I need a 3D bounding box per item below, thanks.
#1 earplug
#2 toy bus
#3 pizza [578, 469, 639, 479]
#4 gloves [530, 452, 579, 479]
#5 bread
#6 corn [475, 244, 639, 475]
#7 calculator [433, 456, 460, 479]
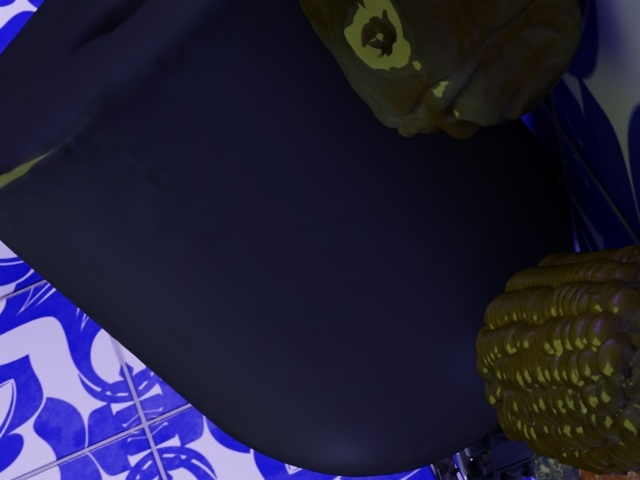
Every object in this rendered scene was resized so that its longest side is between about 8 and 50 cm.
[{"bbox_3d":[-0.015,-0.025,1.167,0.394,0.312,0.312,46,-174,-26],"label":"earplug"},{"bbox_3d":[0.155,0.127,1.603,0.342,0.097,0.138,74,174,-61],"label":"toy bus"},{"bbox_3d":[0.239,0.207,1.201,0.185,0.052,0.195,107,149,-76],"label":"pizza"},{"bbox_3d":[0.223,0.227,1.441,0.114,0.070,0.153,-127,12,-73],"label":"gloves"},{"bbox_3d":[0.043,-0.182,0.933,0.130,0.152,0.267,-17,-99,-51],"label":"bread"},{"bbox_3d":[0.161,0.063,0.918,0.347,0.130,0.130,129,118,-83],"label":"corn"},{"bbox_3d":[0.088,0.104,1.579,0.165,0.028,0.274,77,178,-56],"label":"calculator"}]
